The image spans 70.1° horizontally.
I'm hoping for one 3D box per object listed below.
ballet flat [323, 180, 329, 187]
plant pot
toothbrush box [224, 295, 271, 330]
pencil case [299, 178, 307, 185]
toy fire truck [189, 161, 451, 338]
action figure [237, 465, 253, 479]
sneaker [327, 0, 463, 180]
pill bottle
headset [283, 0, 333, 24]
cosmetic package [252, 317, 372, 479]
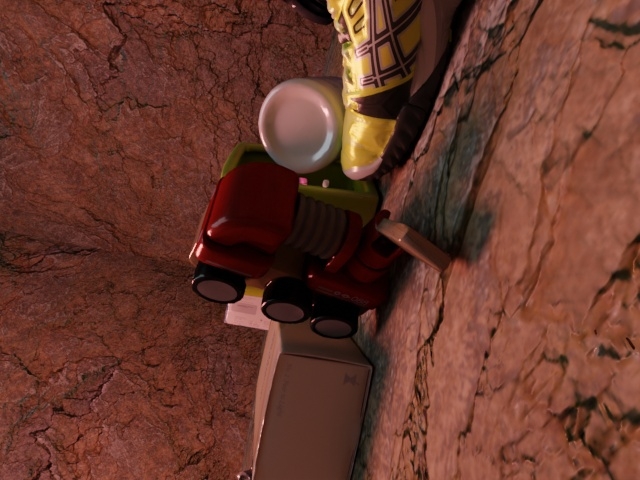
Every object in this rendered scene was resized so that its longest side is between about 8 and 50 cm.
[{"bbox_3d":[0.014,-0.067,0.960,0.086,0.086,0.249,147,133,-80],"label":"ballet flat"},{"bbox_3d":[-0.045,-0.027,0.755,0.228,0.226,0.207,-95,12,-65],"label":"plant pot"},{"bbox_3d":[-0.197,0.199,1.554,0.295,0.216,0.126,-129,51,-82],"label":"toothbrush box"},{"bbox_3d":[-0.022,-0.167,1.289,0.098,0.095,0.210,130,150,-60],"label":"pencil case"},{"bbox_3d":[0.000,0.000,0.453,0.246,0.216,0.159,-48,28,47],"label":"toy fire truck"},{"bbox_3d":[-0.129,0.517,0.832,0.164,0.140,0.276,109,166,-54],"label":"action figure"},{"bbox_3d":[0.067,-0.240,0.501,0.145,0.147,0.385,-90,11,-49],"label":"sneaker"},{"bbox_3d":[0.009,-0.192,0.727,0.229,0.131,0.131,-43,-29,-61],"label":"pill bottle"},{"bbox_3d":[0.028,-0.520,0.832,0.185,0.243,0.394,62,-166,13],"label":"headset"},{"bbox_3d":[-0.026,0.199,0.652,0.309,0.113,0.161,-172,94,-84],"label":"cosmetic package"}]
